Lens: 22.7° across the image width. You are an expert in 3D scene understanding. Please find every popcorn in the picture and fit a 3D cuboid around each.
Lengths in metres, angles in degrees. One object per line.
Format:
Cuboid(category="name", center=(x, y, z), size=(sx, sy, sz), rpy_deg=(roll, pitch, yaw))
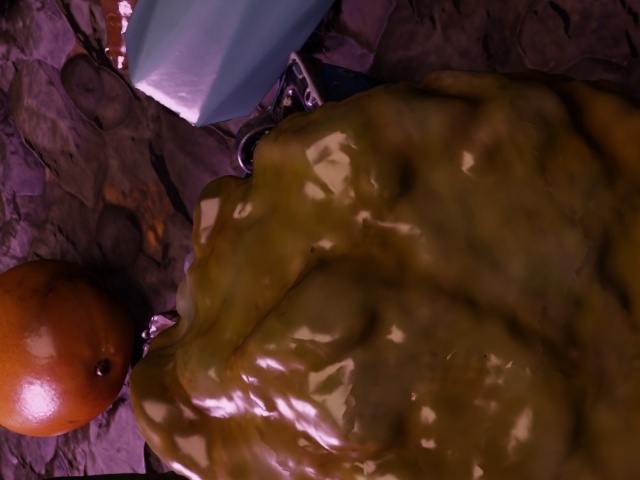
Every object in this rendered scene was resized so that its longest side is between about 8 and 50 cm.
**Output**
Cuboid(category="popcorn", center=(0.091, 0.063, 0.886), size=(0.334, 0.293, 0.292), rpy_deg=(-48, 52, 7))

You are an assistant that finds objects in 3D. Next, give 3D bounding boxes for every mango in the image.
Cuboid(category="mango", center=(-0.238, 0.093, 1.343), size=(0.219, 0.112, 0.145), rpy_deg=(-23, 85, 54))

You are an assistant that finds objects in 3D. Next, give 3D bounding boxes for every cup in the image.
Cuboid(category="cup", center=(-0.047, -0.195, 1.085), size=(0.148, 0.134, 0.236), rpy_deg=(56, 131, 19))

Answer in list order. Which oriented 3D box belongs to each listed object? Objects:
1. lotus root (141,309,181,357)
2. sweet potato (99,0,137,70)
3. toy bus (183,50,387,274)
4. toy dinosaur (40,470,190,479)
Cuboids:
Cuboid(category="lotus root", center=(-0.005, 0.173, 1.183), size=(0.329, 0.078, 0.167), rpy_deg=(46, 149, 21))
Cuboid(category="sweet potato", center=(-0.129, -0.275, 1.135), size=(0.131, 0.131, 0.337), rpy_deg=(27, 117, 33))
Cuboid(category="toy bus", center=(0.000, 0.000, 1.088), size=(0.234, 0.133, 0.116), rpy_deg=(-65, 29, 31))
Cuboid(category="toy dinosaur", center=(0.056, 0.234, 1.021), size=(0.087, 0.447, 0.301), rpy_deg=(100, 161, -69))
